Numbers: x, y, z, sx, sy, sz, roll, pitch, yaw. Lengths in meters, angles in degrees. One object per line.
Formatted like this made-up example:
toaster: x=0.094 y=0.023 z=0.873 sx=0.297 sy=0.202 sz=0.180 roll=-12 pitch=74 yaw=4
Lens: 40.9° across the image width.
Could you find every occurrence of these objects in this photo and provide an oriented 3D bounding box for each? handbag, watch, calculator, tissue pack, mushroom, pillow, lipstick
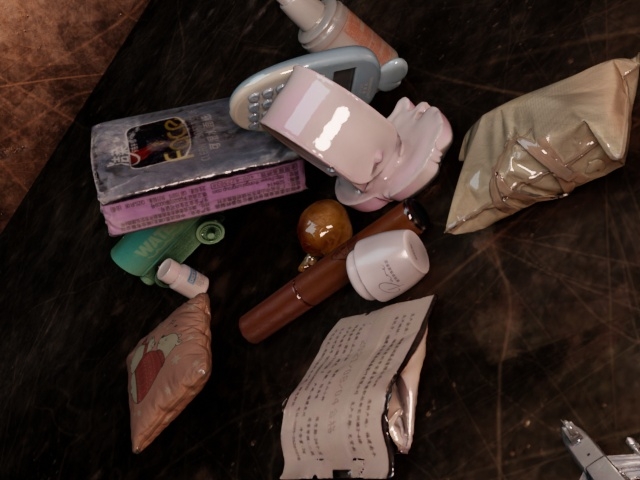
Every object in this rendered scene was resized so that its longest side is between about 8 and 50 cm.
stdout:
handbag: x=0.261 y=-0.106 z=1.027 sx=0.270 sy=0.117 sz=0.182 roll=-28 pitch=27 yaw=38
watch: x=0.048 y=-0.168 z=1.268 sx=0.196 sy=0.231 sz=0.244 roll=-55 pitch=27 yaw=-1
calculator: x=-0.003 y=-0.248 z=1.414 sx=0.188 sy=0.302 sz=0.042 roll=100 pitch=152 yaw=-65
tissue pack: x=-0.222 y=-0.144 z=1.543 sx=0.361 sy=0.122 sz=0.259 roll=-12 pitch=38 yaw=-7
mushroom: x=-0.001 y=0.002 z=1.335 sx=0.073 sy=0.088 sz=0.129 roll=-64 pitch=-1 yaw=-71
pillow: x=-0.263 y=0.219 z=1.479 sx=0.223 sy=0.084 sz=0.236 roll=-47 pitch=30 yaw=19
lipstick: x=0.014 y=0.051 z=1.280 sx=0.356 sy=0.057 sz=0.057 roll=-36 pitch=36 yaw=30

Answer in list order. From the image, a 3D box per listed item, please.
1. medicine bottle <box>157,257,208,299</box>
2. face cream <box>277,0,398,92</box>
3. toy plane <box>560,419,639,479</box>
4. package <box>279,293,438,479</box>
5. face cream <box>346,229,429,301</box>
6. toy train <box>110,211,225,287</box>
medicine bottle: x=-0.255 y=0.072 z=1.599 sx=0.052 sy=0.089 sz=0.052 roll=-35 pitch=37 yaw=32
face cream: x=0.017 y=-0.354 z=1.461 sx=0.101 sy=0.251 sz=0.101 roll=-34 pitch=38 yaw=32
toy plane: x=0.267 y=0.228 z=0.764 sx=0.226 sy=0.058 sz=0.226 roll=-35 pitch=34 yaw=4
package: x=0.045 y=0.186 z=1.110 sx=0.204 sy=0.062 sz=0.251 roll=-16 pitch=45 yaw=45
face cream: x=0.091 y=0.032 z=1.159 sx=0.095 sy=0.091 sz=0.091 roll=-26 pitch=42 yaw=28
toy train: x=-0.294 y=-0.015 z=1.673 sx=0.248 sy=0.159 sz=0.101 roll=-43 pitch=39 yaw=18
